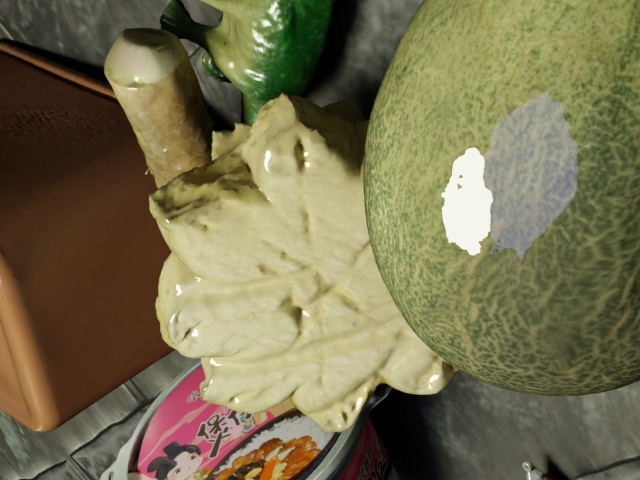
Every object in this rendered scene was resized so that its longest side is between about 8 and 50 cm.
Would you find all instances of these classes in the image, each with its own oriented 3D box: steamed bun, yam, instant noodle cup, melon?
[{"bbox_3d":[0.000,0.000,0.945,0.295,0.137,0.292,19,119,-21],"label":"steamed bun"},{"bbox_3d":[-0.101,-0.016,1.023,0.081,0.081,0.357,15,138,33],"label":"yam"},{"bbox_3d":[-0.033,0.227,1.134,0.302,0.258,0.182,-20,124,19],"label":"instant noodle cup"},{"bbox_3d":[0.153,-0.056,0.729,0.248,0.248,0.329,29,128,22],"label":"melon"}]

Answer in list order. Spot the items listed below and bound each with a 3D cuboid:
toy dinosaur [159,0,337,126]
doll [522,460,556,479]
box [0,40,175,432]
[{"bbox_3d":[0.009,-0.152,0.901,0.300,0.087,0.447,24,138,29],"label":"toy dinosaur"},{"bbox_3d":[0.206,0.239,1.066,0.114,0.039,0.057,52,175,-20],"label":"doll"},{"bbox_3d":[-0.287,-0.007,1.147,0.339,0.229,0.239,24,136,35],"label":"box"}]
